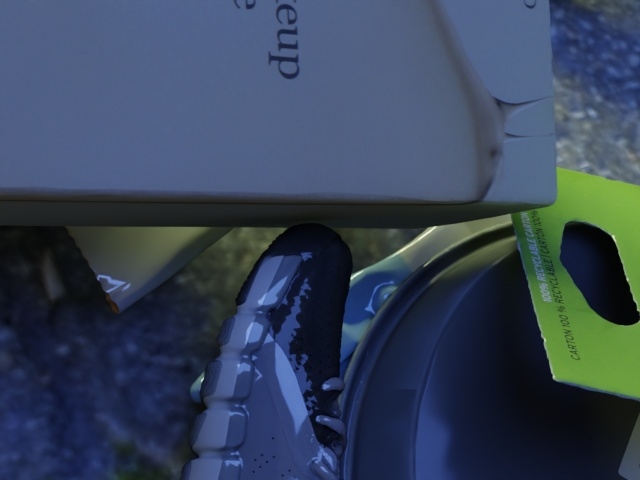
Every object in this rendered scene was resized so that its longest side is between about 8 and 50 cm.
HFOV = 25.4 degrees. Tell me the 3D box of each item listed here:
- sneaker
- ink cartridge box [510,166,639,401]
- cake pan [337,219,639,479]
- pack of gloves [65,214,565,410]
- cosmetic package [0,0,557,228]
[{"bbox_3d":[0.008,0.114,0.576,0.132,0.086,0.228,16,81,14],"label":"sneaker"},{"bbox_3d":[0.219,-0.003,0.603,0.255,0.097,0.188,12,32,-9],"label":"ink cartridge box"},{"bbox_3d":[0.149,0.115,0.654,0.293,0.054,0.293,7,67,-16],"label":"cake pan"},{"bbox_3d":[0.000,0.000,0.697,0.232,0.046,0.195,-30,90,-27],"label":"pack of gloves"},{"bbox_3d":[-0.059,-0.086,0.570,0.309,0.113,0.160,-1,86,-32],"label":"cosmetic package"}]
